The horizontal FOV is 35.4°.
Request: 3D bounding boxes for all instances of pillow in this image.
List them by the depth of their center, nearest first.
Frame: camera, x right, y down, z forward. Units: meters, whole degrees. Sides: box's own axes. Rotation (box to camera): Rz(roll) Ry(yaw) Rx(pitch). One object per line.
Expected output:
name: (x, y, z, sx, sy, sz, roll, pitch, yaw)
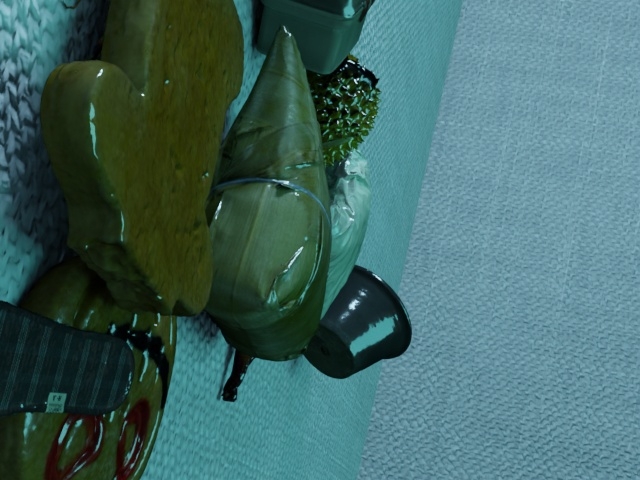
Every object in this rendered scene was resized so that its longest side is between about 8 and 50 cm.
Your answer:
pillow: (0.000, 0.000, 1.688, 0.283, 0.138, 0.310, -70, 176, -51)

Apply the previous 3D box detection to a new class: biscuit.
biscuit: (-0.165, -0.135, 0.965, 0.368, 0.076, 0.394, 66, 27, -65)
biscuit: (-0.230, 0.174, 1.031, 0.367, 0.063, 0.314, 47, 53, -76)

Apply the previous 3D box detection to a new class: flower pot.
flower pot: (0.049, 0.182, 2.011, 0.148, 0.235, 0.235, -42, 146, -38)

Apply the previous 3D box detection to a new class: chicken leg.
chicken leg: (-0.111, 0.156, 1.588, 0.093, 0.053, 0.205, 108, 7, -46)

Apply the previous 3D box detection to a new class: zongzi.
zongzi: (-0.061, -0.039, 1.388, 0.356, 0.174, 0.392, 81, 16, -68)

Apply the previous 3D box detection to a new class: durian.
durian: (0.025, -0.231, 1.550, 0.193, 0.138, 0.237, 26, 62, -33)

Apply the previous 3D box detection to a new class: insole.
insole: (-0.250, 0.108, 0.826, 0.309, 0.012, 0.110, 26, 73, -62)

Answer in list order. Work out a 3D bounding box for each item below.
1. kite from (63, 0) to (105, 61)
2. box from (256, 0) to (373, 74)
kite: (-0.205, -0.194, 0.960, 0.244, 0.006, 0.198, -67, 163, -45)
box: (-0.004, -0.337, 1.443, 0.210, 0.148, 0.129, -59, 168, -58)
